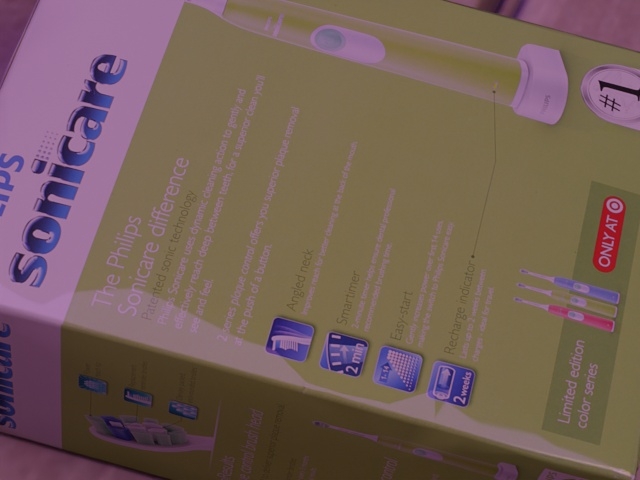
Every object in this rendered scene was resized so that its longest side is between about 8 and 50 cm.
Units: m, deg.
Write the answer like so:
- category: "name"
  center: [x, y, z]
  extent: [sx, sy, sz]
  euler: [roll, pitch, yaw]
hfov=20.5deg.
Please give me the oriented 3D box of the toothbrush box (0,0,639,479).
- category: "toothbrush box"
  center: [0.000, 0.000, 0.757]
  extent: [0.283, 0.122, 0.206]
  euler: [15, 57, 0]
